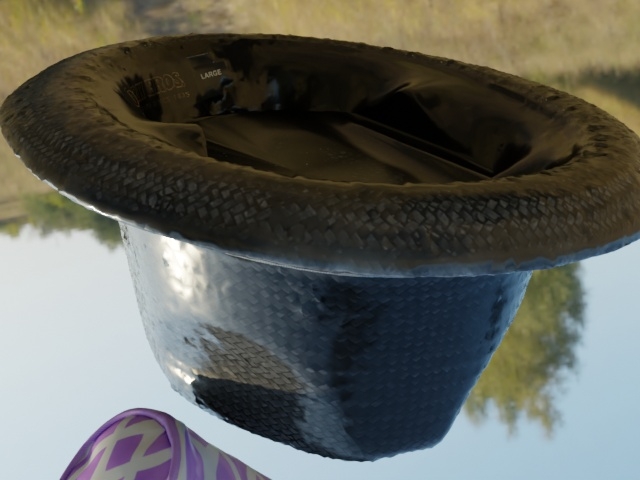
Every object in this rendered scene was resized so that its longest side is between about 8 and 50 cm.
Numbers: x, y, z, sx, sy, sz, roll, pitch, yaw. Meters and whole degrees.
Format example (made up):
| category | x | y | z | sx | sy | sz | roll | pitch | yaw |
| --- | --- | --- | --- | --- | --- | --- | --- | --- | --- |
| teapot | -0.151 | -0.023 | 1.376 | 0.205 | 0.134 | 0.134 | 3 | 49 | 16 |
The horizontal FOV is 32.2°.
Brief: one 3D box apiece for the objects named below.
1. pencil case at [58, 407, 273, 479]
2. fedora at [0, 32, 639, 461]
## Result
| category | x | y | z | sx | sy | sz | roll | pitch | yaw |
| --- | --- | --- | --- | --- | --- | --- | --- | --- | --- |
| pencil case | -0.039 | 0.162 | 0.550 | 0.088 | 0.206 | 0.086 | -44 | -145 | 3 |
| fedora | 0.000 | 0.000 | 0.545 | 0.334 | 0.152 | 0.334 | 4 | -159 | -2 |
